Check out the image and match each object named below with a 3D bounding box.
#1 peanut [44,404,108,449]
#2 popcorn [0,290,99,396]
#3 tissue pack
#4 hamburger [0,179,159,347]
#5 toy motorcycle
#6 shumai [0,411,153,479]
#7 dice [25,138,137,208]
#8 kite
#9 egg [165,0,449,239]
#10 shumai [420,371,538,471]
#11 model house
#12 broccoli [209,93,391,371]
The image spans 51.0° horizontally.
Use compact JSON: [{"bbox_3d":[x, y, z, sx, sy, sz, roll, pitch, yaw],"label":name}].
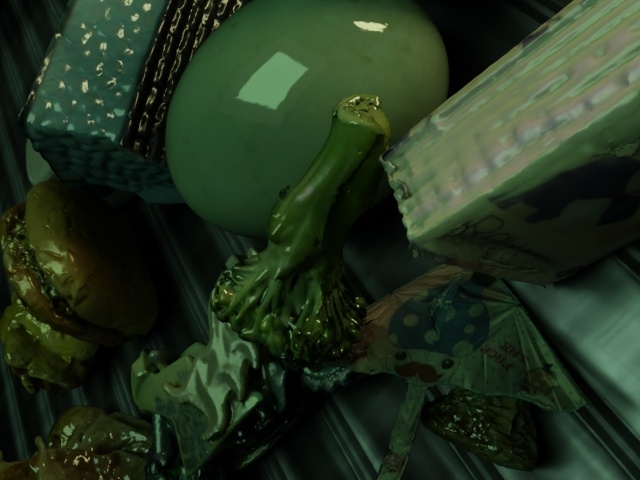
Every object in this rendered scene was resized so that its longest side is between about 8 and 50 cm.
[{"bbox_3d":[-0.461,0.398,1.231,0.120,0.110,0.236,48,117,26],"label":"peanut"},{"bbox_3d":[-0.508,0.178,1.288,0.190,0.191,0.253,-32,53,-4],"label":"popcorn"},{"bbox_3d":[0.245,-0.091,0.534,0.344,0.242,0.125,-35,58,35],"label":"tissue pack"},{"bbox_3d":[-0.408,0.037,1.167,0.158,0.318,0.318,-34,54,7],"label":"hamburger"},{"bbox_3d":[-0.113,0.178,0.889,0.410,0.169,0.237,-42,60,18],"label":"toy motorcycle"},{"bbox_3d":[-0.388,0.431,1.006,0.267,0.262,0.314,29,102,25],"label":"shumai"},{"bbox_3d":[-0.444,-0.180,1.300,0.192,0.194,0.193,-34,56,34],"label":"dice"},{"bbox_3d":[0.106,0.125,0.681,0.335,0.011,0.314,0,49,38],"label":"kite"},{"bbox_3d":[-0.026,-0.147,0.800,0.389,0.276,0.276,-25,63,36],"label":"egg"},{"bbox_3d":[0.164,0.168,0.667,0.124,0.099,0.087,16,73,32],"label":"shumai"},{"bbox_3d":[-0.212,-0.233,1.058,0.297,0.339,0.360,98,-175,-70],"label":"model house"},{"bbox_3d":[0.000,-0.005,0.667,0.165,0.145,0.304,38,131,21],"label":"broccoli"}]
